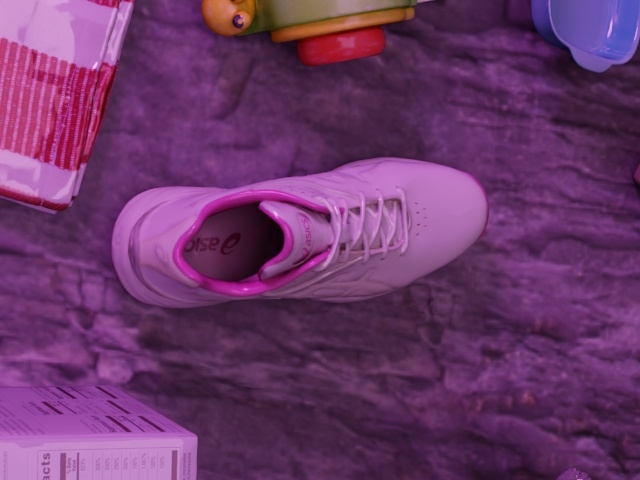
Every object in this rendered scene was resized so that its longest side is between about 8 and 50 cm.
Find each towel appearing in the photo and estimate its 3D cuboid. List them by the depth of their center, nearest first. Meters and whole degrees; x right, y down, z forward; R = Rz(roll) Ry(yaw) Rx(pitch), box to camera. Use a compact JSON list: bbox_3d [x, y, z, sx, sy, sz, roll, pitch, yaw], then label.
[{"bbox_3d":[-0.250,-0.206,1.479,0.237,0.037,0.329,17,88,-17],"label":"towel"}]

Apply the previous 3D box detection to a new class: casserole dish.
[{"bbox_3d":[0.216,-0.228,1.598,0.114,0.037,0.188,14,80,-39],"label":"casserole dish"}]

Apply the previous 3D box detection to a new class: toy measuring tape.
[{"bbox_3d":[0.069,-0.203,1.540,0.330,0.121,0.121,-11,96,-17],"label":"toy measuring tape"}]

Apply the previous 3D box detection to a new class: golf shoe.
[{"bbox_3d":[0.000,0.000,1.517,0.306,0.140,0.115,-10,95,-18],"label":"golf shoe"}]

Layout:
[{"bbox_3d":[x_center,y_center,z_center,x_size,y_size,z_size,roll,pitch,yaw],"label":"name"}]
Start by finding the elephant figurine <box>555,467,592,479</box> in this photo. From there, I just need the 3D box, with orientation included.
[{"bbox_3d":[0.187,0.327,1.595,0.169,0.186,0.239,22,56,-51],"label":"elephant figurine"}]

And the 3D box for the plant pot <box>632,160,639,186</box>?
[{"bbox_3d":[0.322,-0.062,1.637,0.109,0.096,0.109,33,84,-17],"label":"plant pot"}]

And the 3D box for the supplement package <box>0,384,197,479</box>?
[{"bbox_3d":[-0.190,0.219,1.402,0.145,0.262,0.204,1,93,-18],"label":"supplement package"}]
